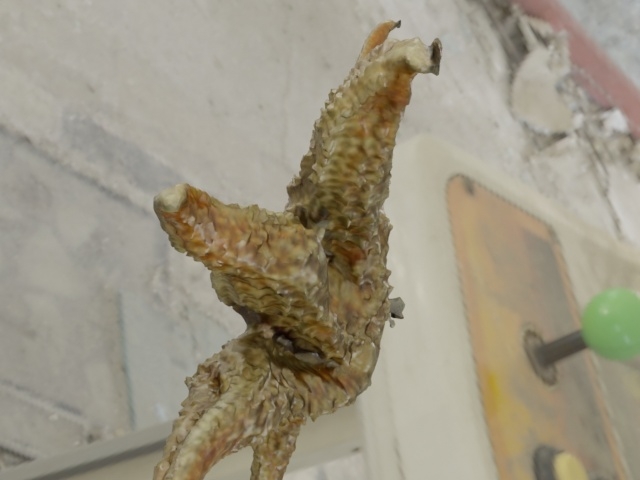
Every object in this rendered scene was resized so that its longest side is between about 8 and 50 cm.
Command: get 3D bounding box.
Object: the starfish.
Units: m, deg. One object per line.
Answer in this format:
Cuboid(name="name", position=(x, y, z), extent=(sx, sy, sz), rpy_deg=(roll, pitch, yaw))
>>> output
Cuboid(name="starfish", position=(0.000, 0.005, 0.521), extent=(0.293, 0.084, 0.301), rpy_deg=(46, 63, -81))
